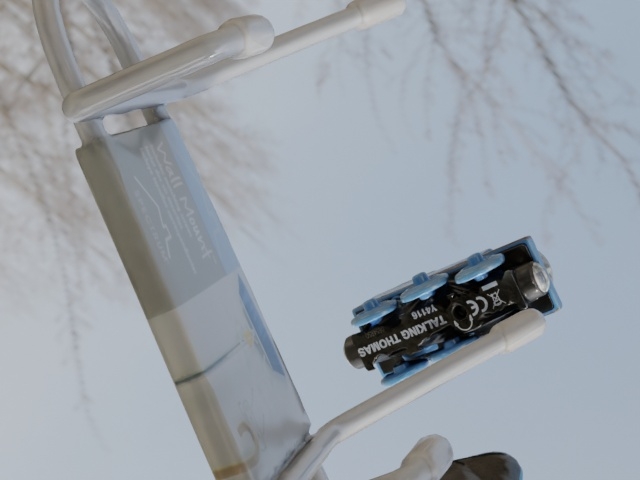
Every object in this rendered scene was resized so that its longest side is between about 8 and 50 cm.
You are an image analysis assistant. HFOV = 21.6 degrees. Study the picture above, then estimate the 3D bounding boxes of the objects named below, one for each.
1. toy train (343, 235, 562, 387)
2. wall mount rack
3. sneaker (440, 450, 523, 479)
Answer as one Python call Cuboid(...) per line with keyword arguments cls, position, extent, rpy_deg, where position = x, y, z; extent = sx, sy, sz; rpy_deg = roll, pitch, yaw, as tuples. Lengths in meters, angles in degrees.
Cuboid(cls="toy train", position=(0.105, 0.054, 1.331), extent=(0.184, 0.080, 0.105), rpy_deg=(-25, -177, 27))
Cuboid(cls="wall mount rack", position=(0.000, 0.000, 0.834), extent=(0.130, 0.350, 0.304), rpy_deg=(-22, -176, 15))
Cuboid(cls="sneaker", position=(0.160, 0.258, 0.985), extent=(0.140, 0.341, 0.125), rpy_deg=(-21, 151, -39))
